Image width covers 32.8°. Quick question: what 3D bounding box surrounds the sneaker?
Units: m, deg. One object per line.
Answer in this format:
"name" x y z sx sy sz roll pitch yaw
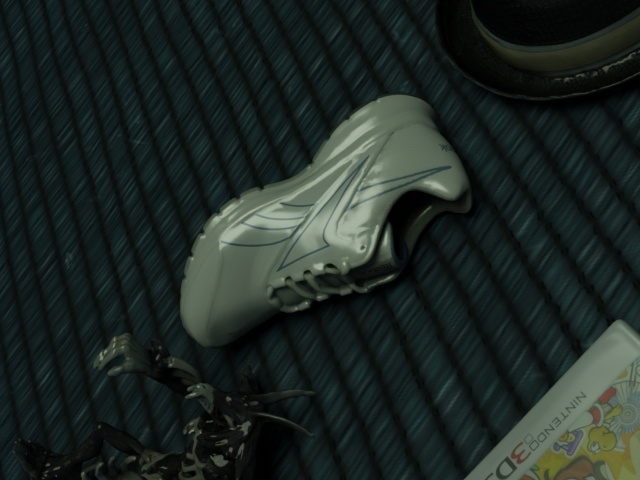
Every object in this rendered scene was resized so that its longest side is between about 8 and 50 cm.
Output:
"sneaker" 0.000 0.000 0.950 0.297 0.111 0.129 -41 54 9

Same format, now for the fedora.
"fedora" 0.221 -0.290 0.939 0.334 0.152 0.334 -17 54 26

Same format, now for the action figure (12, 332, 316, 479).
"action figure" -0.145 0.175 0.920 0.276 0.141 0.164 -28 39 20

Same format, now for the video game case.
"video game case" 0.201 0.198 0.702 0.206 0.026 0.227 -50 52 12
